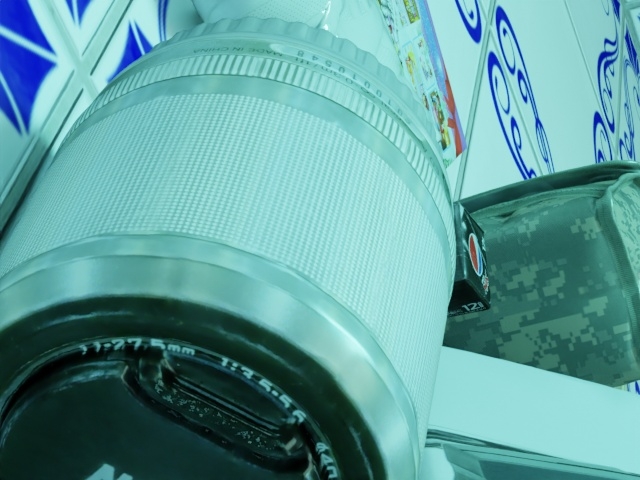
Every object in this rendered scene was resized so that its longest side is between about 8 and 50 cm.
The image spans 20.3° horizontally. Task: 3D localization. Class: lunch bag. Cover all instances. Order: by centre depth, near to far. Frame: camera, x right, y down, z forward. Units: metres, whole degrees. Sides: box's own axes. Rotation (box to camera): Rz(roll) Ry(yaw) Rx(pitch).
[{"bbox_3d":[0.173,0.038,1.480,0.287,0.235,0.169,-26,100,-70],"label":"lunch bag"}]

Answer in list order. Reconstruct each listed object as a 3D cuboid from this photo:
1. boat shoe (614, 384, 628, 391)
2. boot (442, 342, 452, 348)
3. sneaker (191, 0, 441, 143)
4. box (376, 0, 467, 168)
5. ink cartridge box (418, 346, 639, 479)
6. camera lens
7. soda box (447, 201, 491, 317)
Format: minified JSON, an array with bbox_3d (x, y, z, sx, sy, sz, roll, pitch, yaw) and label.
[{"bbox_3d":[0.267,0.085,1.902,0.123,0.123,0.342,50,39,-55],"label":"boat shoe"},{"bbox_3d":[0.108,0.237,1.248,0.348,0.131,0.260,50,16,0],"label":"boot"},{"bbox_3d":[0.014,-0.117,1.281,0.169,0.108,0.292,64,16,11],"label":"sneaker"},{"bbox_3d":[0.045,-0.190,1.536,0.201,0.057,0.293,-41,117,-68],"label":"box"},{"bbox_3d":[0.086,0.252,0.890,0.395,0.166,0.286,-96,-159,-75],"label":"ink cartridge box"},{"bbox_3d":[-0.049,0.039,0.876,0.274,0.219,0.219,-74,146,-54],"label":"camera lens"},{"bbox_3d":[0.023,0.027,1.164,0.053,0.168,0.060,45,37,-55],"label":"soda box"}]
